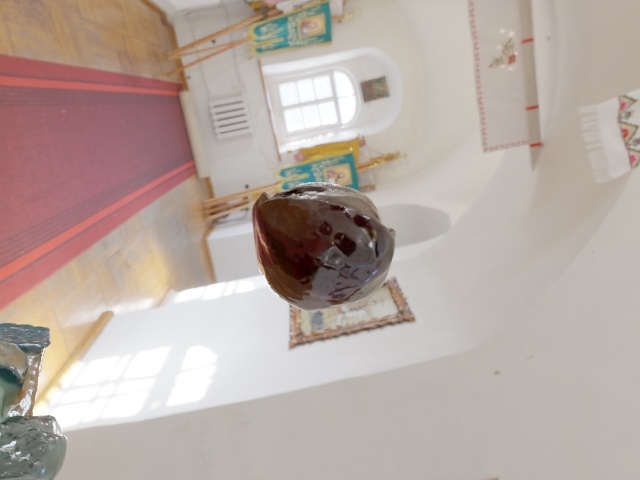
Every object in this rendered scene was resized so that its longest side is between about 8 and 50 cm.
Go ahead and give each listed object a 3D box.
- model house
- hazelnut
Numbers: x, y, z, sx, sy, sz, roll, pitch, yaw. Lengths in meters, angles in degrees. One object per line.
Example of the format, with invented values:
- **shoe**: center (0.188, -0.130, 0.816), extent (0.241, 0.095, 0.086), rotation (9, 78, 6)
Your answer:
- **model house**: center (-0.428, 0.129, 0.549), extent (0.194, 0.266, 0.325), rotation (-51, -141, 38)
- **hazelnut**: center (0.008, 0.001, 0.577), extent (0.202, 0.170, 0.161), rotation (119, -39, -69)
